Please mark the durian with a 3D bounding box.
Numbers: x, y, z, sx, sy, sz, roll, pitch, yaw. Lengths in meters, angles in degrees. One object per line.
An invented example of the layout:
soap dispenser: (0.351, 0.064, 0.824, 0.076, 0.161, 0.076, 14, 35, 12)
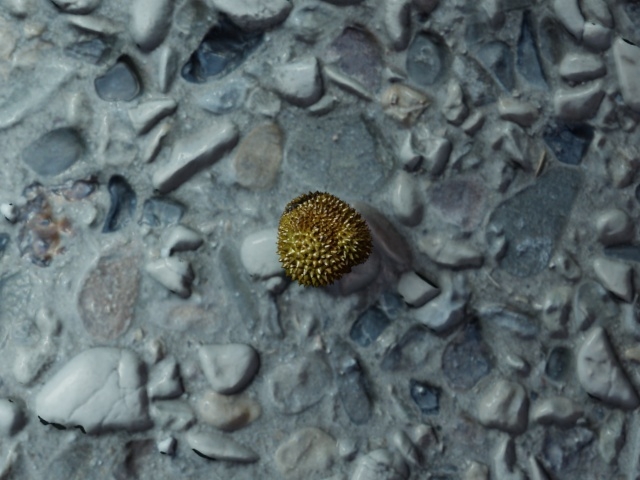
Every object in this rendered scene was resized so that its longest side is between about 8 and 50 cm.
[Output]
durian: (0.000, 0.000, 1.767, 0.168, 0.137, 0.158, 47, 49, -14)
